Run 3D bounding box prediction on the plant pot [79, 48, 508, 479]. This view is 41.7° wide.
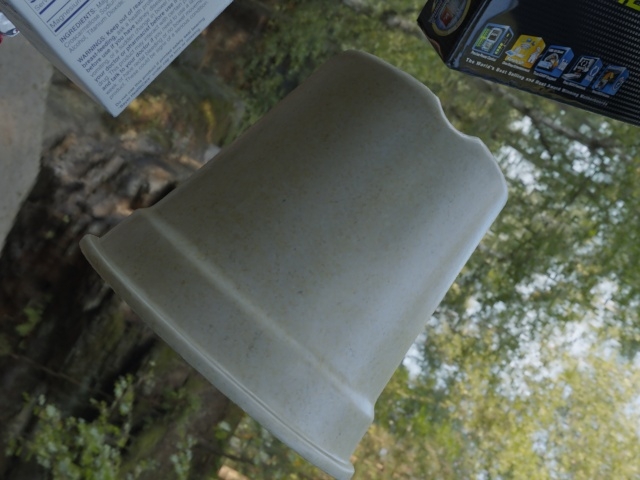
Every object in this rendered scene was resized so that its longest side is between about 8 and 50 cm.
[{"bbox_3d":[0.000,0.000,0.809,0.305,0.334,0.334,-49,-174,-6],"label":"plant pot"}]

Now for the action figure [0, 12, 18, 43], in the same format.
[{"bbox_3d":[-0.425,-0.422,1.133,0.275,0.248,0.370,-17,138,-54],"label":"action figure"}]

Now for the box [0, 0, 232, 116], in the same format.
[{"bbox_3d":[-0.114,-0.157,0.442,0.126,0.072,0.137,-47,157,-7],"label":"box"}]

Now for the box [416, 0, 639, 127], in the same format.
[{"bbox_3d":[0.232,-0.190,0.576,0.216,0.270,0.060,-58,-143,34],"label":"box"}]
